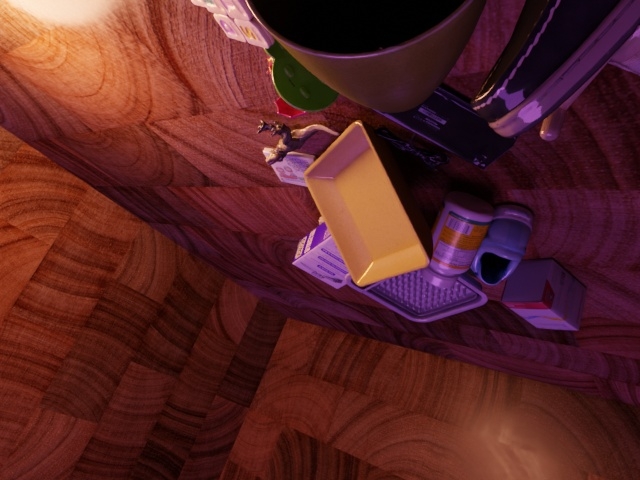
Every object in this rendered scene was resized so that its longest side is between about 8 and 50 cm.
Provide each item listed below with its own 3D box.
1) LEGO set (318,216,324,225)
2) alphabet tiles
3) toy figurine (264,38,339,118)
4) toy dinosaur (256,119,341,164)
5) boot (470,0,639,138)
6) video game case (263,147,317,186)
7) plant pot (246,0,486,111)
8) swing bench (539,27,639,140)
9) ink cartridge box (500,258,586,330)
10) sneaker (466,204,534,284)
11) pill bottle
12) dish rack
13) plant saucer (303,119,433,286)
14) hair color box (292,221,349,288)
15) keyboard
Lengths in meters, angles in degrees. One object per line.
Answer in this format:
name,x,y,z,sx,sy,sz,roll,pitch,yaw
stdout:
LEGO set,0.000,0.000,1.621,0.093,0.087,0.227,18,159,13
alphabet tiles,-0.181,-0.412,0.717,0.278,0.021,0.284,35,173,39
toy figurine,-0.058,-0.302,0.906,0.173,0.130,0.159,50,165,-9
toy dinosaur,-0.077,-0.245,1.119,0.118,0.064,0.268,19,164,-33
boot,0.146,-0.301,0.347,0.284,0.378,0.138,29,-166,-3
video game case,-0.064,-0.193,1.294,0.157,0.019,0.143,14,158,25
plant pot,0.081,-0.287,0.603,0.274,0.275,0.293,17,177,17
swing bench,0.391,-0.191,0.479,0.253,0.255,0.165,22,151,0
ink cartridge box,0.601,0.148,1.274,0.176,0.128,0.127,33,158,-24
sneaker,0.413,0.048,1.195,0.135,0.150,0.366,19,160,13
pill bottle,0.307,0.003,1.096,0.117,0.118,0.209,20,119,8
dish rack,0.267,0.113,1.333,0.332,0.073,0.285,32,141,-24
plant saucer,0.116,-0.076,1.109,0.333,0.080,0.332,64,154,2
hair color box,0.084,0.014,1.419,0.185,0.110,0.338,31,141,-20
keyboard,0.198,-0.226,0.910,0.316,0.033,0.201,27,154,-8
